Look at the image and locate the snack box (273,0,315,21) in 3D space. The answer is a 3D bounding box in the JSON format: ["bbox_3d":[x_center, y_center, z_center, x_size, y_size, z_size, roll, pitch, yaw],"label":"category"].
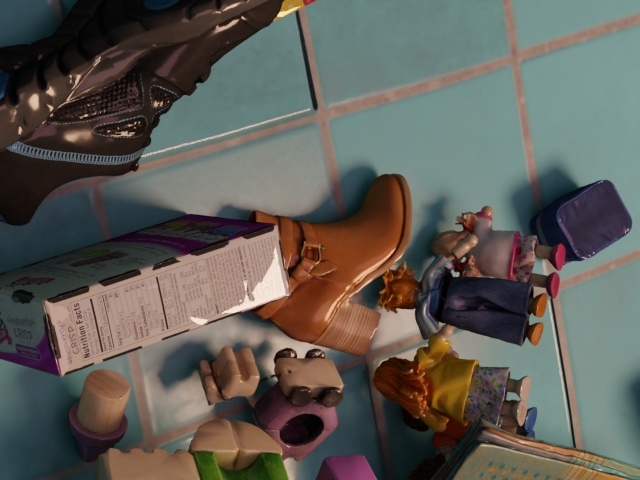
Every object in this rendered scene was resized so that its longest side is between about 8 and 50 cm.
[{"bbox_3d":[-0.058,-0.254,1.750,0.141,0.037,0.100,-30,109,-28],"label":"snack box"}]

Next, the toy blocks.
[{"bbox_3d":[-0.104,0.291,1.699,0.288,0.309,0.260,3,126,-23],"label":"toy blocks"}]

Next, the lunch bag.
[{"bbox_3d":[0.275,-0.019,1.982,0.098,0.065,0.067,-29,94,-27],"label":"lunch bag"}]

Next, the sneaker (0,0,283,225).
[{"bbox_3d":[-0.175,-0.142,1.643,0.340,0.125,0.140,-29,129,-17],"label":"sneaker"}]

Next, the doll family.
[{"bbox_3d":[0.134,0.091,1.848,0.118,0.163,0.263,15,85,-68],"label":"doll family"}]

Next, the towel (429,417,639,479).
[{"bbox_3d":[0.218,0.316,1.917,0.370,0.040,0.271,18,121,-36],"label":"towel"}]

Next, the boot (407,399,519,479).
[{"bbox_3d":[0.163,0.235,1.940,0.158,0.059,0.085,-42,119,-14],"label":"boot"}]

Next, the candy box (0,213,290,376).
[{"bbox_3d":[-0.166,0.043,1.635,0.233,0.159,0.071,-18,103,-30],"label":"candy box"}]

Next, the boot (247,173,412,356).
[{"bbox_3d":[0.000,0.000,1.798,0.152,0.073,0.197,24,66,-19],"label":"boot"}]
